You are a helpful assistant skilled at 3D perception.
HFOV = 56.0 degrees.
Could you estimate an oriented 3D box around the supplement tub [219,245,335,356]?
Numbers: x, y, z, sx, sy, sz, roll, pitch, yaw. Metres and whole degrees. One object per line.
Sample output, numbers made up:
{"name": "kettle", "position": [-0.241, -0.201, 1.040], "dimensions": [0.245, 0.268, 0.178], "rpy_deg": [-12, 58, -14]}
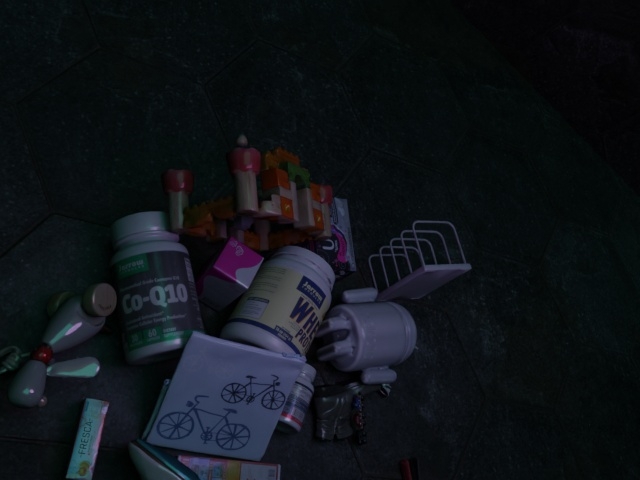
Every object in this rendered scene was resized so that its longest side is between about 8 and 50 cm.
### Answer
{"name": "supplement tub", "position": [-0.110, 0.198, 1.686], "dimensions": [0.235, 0.235, 0.324], "rpy_deg": [37, 55, -12]}

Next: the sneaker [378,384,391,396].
{"name": "sneaker", "position": [0.181, 0.437, 1.885], "dimensions": [0.109, 0.040, 0.044], "rpy_deg": [57, 37, -2]}

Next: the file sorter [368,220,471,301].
{"name": "file sorter", "position": [0.311, 0.071, 1.978], "dimensions": [0.193, 0.278, 0.173], "rpy_deg": [0, 65, -31]}

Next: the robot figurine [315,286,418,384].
{"name": "robot figurine", "position": [0.147, 0.287, 1.816], "dimensions": [0.354, 0.200, 0.299], "rpy_deg": [0, 72, -36]}

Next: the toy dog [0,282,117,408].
{"name": "toy dog", "position": [-0.593, 0.255, 1.421], "dimensions": [0.333, 0.220, 0.161], "rpy_deg": [-54, 132, -28]}

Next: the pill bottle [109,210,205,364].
{"name": "pill bottle", "position": [-0.426, 0.122, 1.550], "dimensions": [0.204, 0.204, 0.360], "rpy_deg": [-5, 72, -33]}

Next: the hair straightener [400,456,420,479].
{"name": "hair straightener", "position": [0.303, 0.765, 1.799], "dimensions": [0.089, 0.047, 0.230], "rpy_deg": [-1, 70, -31]}

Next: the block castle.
{"name": "block castle", "position": [-0.180, -0.116, 1.652], "dimensions": [0.453, 0.303, 0.212], "rpy_deg": [18, 63, -58]}

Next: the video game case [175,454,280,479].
{"name": "video game case", "position": [-0.240, 0.665, 1.530], "dimensions": [0.285, 0.025, 0.203], "rpy_deg": [16, 62, -25]}

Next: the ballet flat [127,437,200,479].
{"name": "ballet flat", "position": [-0.305, 0.618, 1.429], "dimensions": [0.400, 0.139, 0.139], "rpy_deg": [35, 55, -14]}

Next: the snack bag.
{"name": "snack bag", "position": [-0.241, 0.394, 1.511], "dimensions": [0.323, 0.037, 0.342], "rpy_deg": [18, 105, -22]}

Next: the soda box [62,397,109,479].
{"name": "soda box", "position": [-0.548, 0.466, 1.409], "dimensions": [0.058, 0.063, 0.183], "rpy_deg": [18, 60, -23]}

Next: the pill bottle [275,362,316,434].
{"name": "pill bottle", "position": [-0.078, 0.435, 1.680], "dimensions": [0.108, 0.108, 0.180], "rpy_deg": [33, 55, -15]}

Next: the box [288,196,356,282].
{"name": "box", "position": [0.000, 0.000, 1.886], "dimensions": [0.142, 0.163, 0.247], "rpy_deg": [6, 66, -31]}

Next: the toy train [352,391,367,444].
{"name": "toy train", "position": [0.112, 0.517, 1.745], "dimensions": [0.036, 0.027, 0.158], "rpy_deg": [-6, 95, -26]}

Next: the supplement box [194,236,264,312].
{"name": "supplement box", "position": [-0.263, 0.097, 1.648], "dimensions": [0.111, 0.220, 0.113], "rpy_deg": [35, 55, -14]}

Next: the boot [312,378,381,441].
{"name": "boot", "position": [0.079, 0.499, 1.780], "dimensions": [0.247, 0.083, 0.161], "rpy_deg": [-2, 82, -32]}
